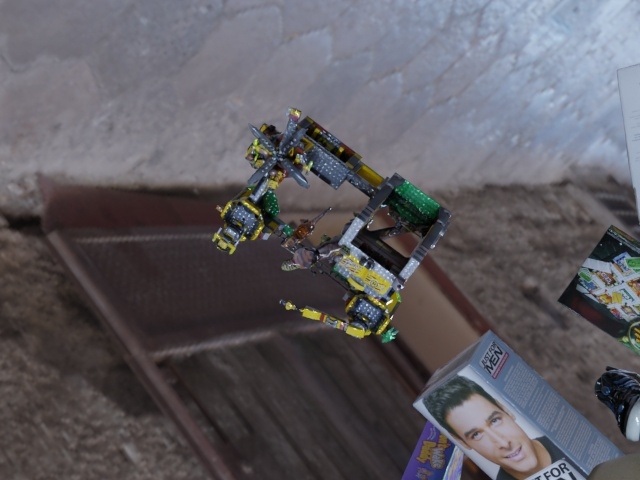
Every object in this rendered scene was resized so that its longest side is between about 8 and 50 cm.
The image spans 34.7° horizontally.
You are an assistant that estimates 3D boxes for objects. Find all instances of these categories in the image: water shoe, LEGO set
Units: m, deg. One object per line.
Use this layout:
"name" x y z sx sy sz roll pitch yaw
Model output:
"water shoe" 0.421 0.227 1.438 0.072 0.080 0.203 -70 165 8
"LEGO set" 0.000 0.000 1.335 0.255 0.331 0.192 -46 -179 32

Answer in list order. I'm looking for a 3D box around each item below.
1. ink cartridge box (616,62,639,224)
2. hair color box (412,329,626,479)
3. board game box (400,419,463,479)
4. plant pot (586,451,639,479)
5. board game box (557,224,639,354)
"ink cartridge box" 0.497 -0.140 1.285 0.223 0.223 0.045 -13 158 30
"hair color box" 0.374 0.359 1.880 0.185 0.374 0.113 -47 180 45
"board game box" 0.225 0.526 2.114 0.347 0.078 0.233 -48 144 -63
"plant pot" 0.457 0.393 1.394 0.284 0.190 0.284 -7 156 -3
"board game box" 0.475 0.102 1.416 0.136 0.260 0.030 -60 169 24
